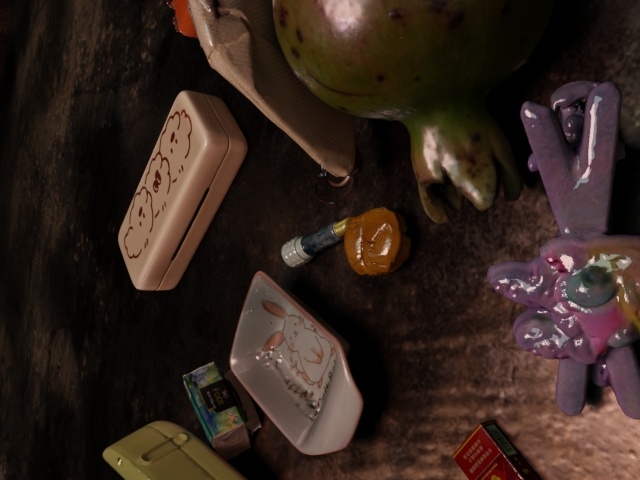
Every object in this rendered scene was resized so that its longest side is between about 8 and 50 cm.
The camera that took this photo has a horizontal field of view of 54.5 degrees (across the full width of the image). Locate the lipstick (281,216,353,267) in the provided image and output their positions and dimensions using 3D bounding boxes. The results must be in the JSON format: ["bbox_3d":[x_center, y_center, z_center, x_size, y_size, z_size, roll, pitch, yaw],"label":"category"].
[{"bbox_3d":[0.000,0.000,0.779,0.116,0.037,0.037,-27,68,41],"label":"lipstick"}]

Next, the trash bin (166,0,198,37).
[{"bbox_3d":[-0.127,-0.394,0.847,0.238,0.184,0.161,-43,56,46],"label":"trash bin"}]

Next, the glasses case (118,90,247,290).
[{"bbox_3d":[-0.238,-0.073,1.031,0.336,0.076,0.144,-57,49,31],"label":"glasses case"}]

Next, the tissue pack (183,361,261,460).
[{"bbox_3d":[-0.139,0.244,0.903,0.111,0.079,0.085,53,157,38],"label":"tissue pack"}]

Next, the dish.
[{"bbox_3d":[-0.019,0.152,0.767,0.234,0.064,0.154,38,116,45],"label":"dish"}]

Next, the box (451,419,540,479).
[{"bbox_3d":[0.165,0.216,0.576,0.082,0.023,0.051,52,126,38],"label":"box"}]

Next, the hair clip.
[{"bbox_3d":[0.199,0.003,0.488,0.137,0.090,0.279,-5,85,26],"label":"hair clip"}]

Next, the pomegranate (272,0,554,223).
[{"bbox_3d":[0.108,-0.184,0.550,0.306,0.242,0.242,46,133,-8],"label":"pomegranate"}]

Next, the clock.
[{"bbox_3d":[-0.192,0.453,0.862,0.286,0.117,0.348,27,117,30],"label":"clock"}]

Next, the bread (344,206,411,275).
[{"bbox_3d":[0.063,0.002,0.694,0.083,0.046,0.081,28,106,48],"label":"bread"}]

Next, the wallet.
[{"bbox_3d":[-0.044,-0.232,0.660,0.068,0.275,0.335,-16,65,25],"label":"wallet"}]
